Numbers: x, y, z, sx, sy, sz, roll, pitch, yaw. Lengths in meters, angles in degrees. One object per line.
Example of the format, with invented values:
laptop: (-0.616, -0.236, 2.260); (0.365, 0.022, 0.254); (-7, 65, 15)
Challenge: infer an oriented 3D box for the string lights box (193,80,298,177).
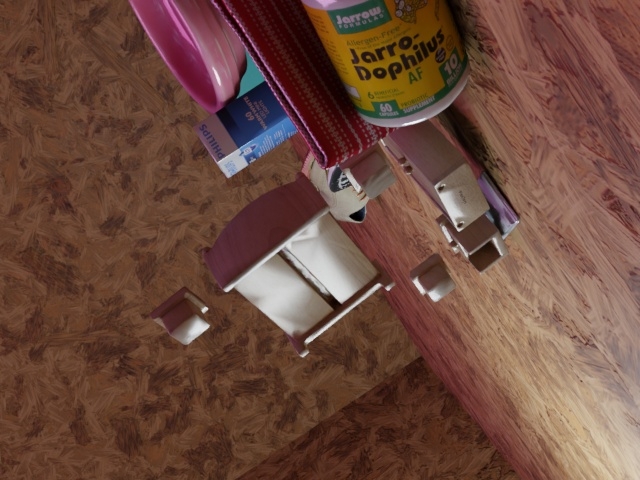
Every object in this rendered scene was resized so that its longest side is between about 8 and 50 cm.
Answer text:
string lights box: (-0.071, -0.212, 1.572); (0.077, 0.259, 0.133); (57, 177, 6)

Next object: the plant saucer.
plant saucer: (-0.222, -0.363, 1.564); (0.332, 0.084, 0.332); (51, 167, 17)

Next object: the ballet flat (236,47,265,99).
ballet flat: (-0.119, -0.405, 1.702); (0.483, 0.164, 0.182); (69, -170, -54)

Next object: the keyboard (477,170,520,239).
keyboard: (0.212, -0.031, 1.219); (0.072, 0.014, 0.256); (62, 178, 9)

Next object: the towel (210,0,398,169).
towel: (0.017, -0.190, 0.967); (0.199, 0.031, 0.275); (57, -144, -2)

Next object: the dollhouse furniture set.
dollhouse furniture set: (0.000, 0.000, 1.116); (0.174, 0.355, 0.303); (54, -177, 38)

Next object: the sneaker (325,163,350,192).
sneaker: (0.035, -0.195, 1.809); (0.300, 0.111, 0.121); (73, 175, -63)

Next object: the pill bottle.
pill bottle: (0.048, -0.210, 0.836); (0.117, 0.117, 0.208); (54, 176, 48)

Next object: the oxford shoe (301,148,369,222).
oxford shoe: (0.049, -0.150, 2.090); (0.146, 0.140, 0.397); (25, 166, 10)
